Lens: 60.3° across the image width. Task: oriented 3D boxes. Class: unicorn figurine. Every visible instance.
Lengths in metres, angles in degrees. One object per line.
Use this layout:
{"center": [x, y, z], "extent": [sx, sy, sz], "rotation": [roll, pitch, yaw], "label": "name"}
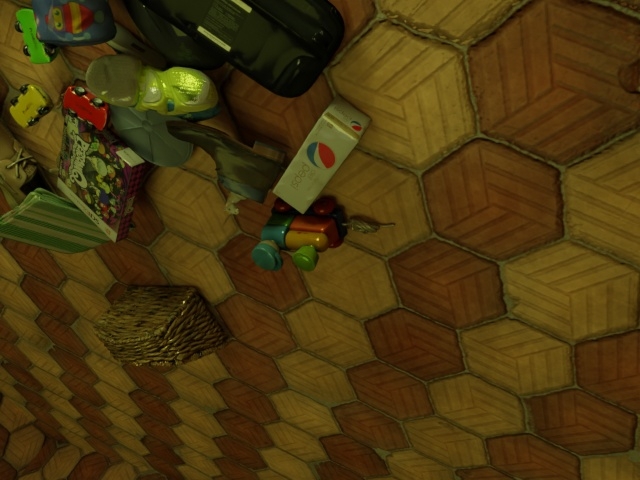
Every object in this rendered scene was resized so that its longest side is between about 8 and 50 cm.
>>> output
{"center": [-0.158, -0.108, 1.092], "extent": [0.111, 0.060, 0.162], "rotation": [1, 114, 31], "label": "unicorn figurine"}

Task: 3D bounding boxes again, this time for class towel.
{"center": [-0.665, -0.037, 1.399], "extent": [0.324, 0.038, 0.247], "rotation": [-18, 150, 40], "label": "towel"}

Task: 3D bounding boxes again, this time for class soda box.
{"center": [-0.002, -0.142, 0.948], "extent": [0.073, 0.069, 0.216], "rotation": [35, 138, -5], "label": "soda box"}

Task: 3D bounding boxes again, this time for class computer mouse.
{"center": [-0.266, -0.373, 0.875], "extent": [0.272, 0.072, 0.188], "rotation": [45, 136, -15], "label": "computer mouse"}

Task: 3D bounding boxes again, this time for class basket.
{"center": [-0.442, 0.272, 1.511], "extent": [0.299, 0.214, 0.223], "rotation": [-2, 129, 32], "label": "basket"}

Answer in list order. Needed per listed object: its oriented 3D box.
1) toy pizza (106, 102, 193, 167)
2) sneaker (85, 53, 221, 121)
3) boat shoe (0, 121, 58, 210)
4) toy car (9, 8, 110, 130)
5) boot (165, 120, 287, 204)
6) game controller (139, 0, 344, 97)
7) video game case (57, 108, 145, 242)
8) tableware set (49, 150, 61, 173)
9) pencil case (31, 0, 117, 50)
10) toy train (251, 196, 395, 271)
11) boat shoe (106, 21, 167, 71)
{"center": [-0.331, -0.233, 1.082], "extent": [0.201, 0.032, 0.201], "rotation": [19, 138, 18], "label": "toy pizza"}
{"center": [-0.283, -0.251, 0.961], "extent": [0.240, 0.091, 0.126], "rotation": [16, 173, 14], "label": "sneaker"}
{"center": [-0.728, -0.181, 1.317], "extent": [0.110, 0.122, 0.341], "rotation": [8, 146, 14], "label": "boat shoe"}
{"center": [-0.517, -0.329, 1.063], "extent": [0.238, 0.053, 0.225], "rotation": [5, 119, 18], "label": "toy car"}
{"center": [-0.179, -0.142, 0.985], "extent": [0.219, 0.082, 0.106], "rotation": [16, 97, -5], "label": "boot"}
{"center": [-0.126, -0.341, 0.795], "extent": [0.319, 0.067, 0.166], "rotation": [32, 137, -13], "label": "game controller"}
{"center": [-0.481, -0.142, 1.191], "extent": [0.210, 0.041, 0.232], "rotation": [41, 131, 12], "label": "video game case"}
{"center": [-0.550, -0.133, 1.307], "extent": [0.194, 0.039, 0.128], "rotation": [42, 138, -13], "label": "tableware set"}
{"center": [-0.378, -0.436, 0.795], "extent": [0.119, 0.133, 0.306], "rotation": [-5, 116, -6], "label": "pencil case"}
{"center": [0.000, 0.000, 1.030], "extent": [0.247, 0.143, 0.105], "rotation": [6, 134, 26], "label": "toy train"}
{"center": [-0.339, -0.335, 0.975], "extent": [0.142, 0.049, 0.040], "rotation": [34, 140, -7], "label": "boat shoe"}
